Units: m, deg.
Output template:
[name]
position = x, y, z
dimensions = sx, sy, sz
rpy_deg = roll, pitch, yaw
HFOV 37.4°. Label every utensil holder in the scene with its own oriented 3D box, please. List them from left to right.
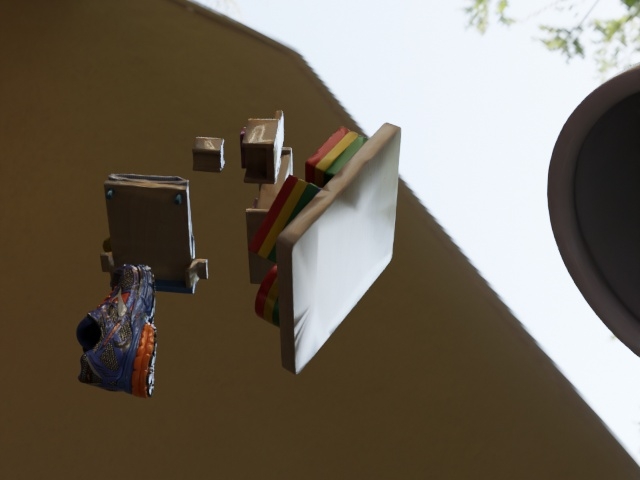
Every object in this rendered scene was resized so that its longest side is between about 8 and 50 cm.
[utensil holder]
position = 0.454, -0.084, 0.864
dimensions = 0.385, 0.328, 0.327
rpy_deg = -34, -108, -30

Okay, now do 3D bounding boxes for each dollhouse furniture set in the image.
[dollhouse furniture set]
position = -0.206, -0.087, 1.503
dimensions = 0.303, 0.287, 0.198
rpy_deg = 3, -144, 4

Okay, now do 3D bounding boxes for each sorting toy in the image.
[sorting toy]
position = 0.000, 0.000, 1.251
dimensions = 0.089, 0.257, 0.255
rpy_deg = 25, -128, 22

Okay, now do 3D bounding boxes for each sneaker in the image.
[sneaker]
position = -0.232, 0.092, 1.075
dimensions = 0.087, 0.083, 0.221
rpy_deg = 3, -154, -13
